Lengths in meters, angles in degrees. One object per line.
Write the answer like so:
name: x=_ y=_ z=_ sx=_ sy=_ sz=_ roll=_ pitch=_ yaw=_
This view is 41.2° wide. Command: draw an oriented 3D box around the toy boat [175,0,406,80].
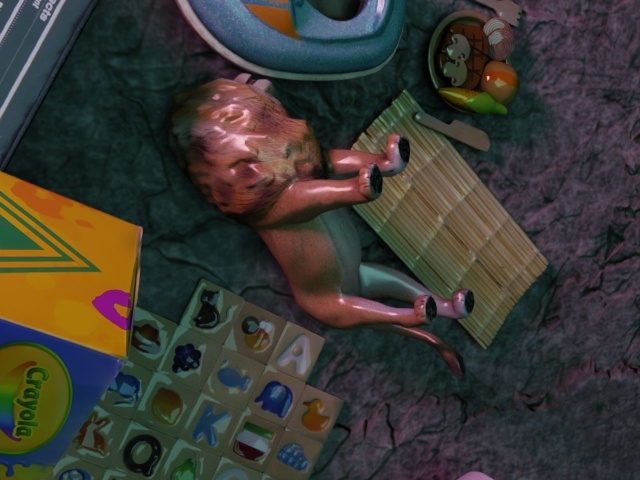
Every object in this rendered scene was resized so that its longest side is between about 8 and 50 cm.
toy boat: x=-0.022 y=-0.326 z=0.871 sx=0.267 sy=0.148 sz=0.318 roll=-1 pitch=96 yaw=-23

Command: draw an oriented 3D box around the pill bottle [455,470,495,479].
pill bottle: x=0.076 y=0.427 z=0.956 sx=0.363 sy=0.210 sz=0.210 roll=-28 pitch=105 yaw=-18

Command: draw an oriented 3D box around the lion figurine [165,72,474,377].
lion figurine: x=0.000 y=0.000 z=0.907 sx=0.142 sy=0.240 sz=0.392 roll=-55 pitch=131 yaw=-46

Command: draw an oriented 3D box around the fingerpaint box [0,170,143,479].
fingerpaint box: x=-0.399 y=0.119 z=0.639 sx=0.371 sy=0.163 sz=0.445 roll=23 pitch=121 yaw=-23

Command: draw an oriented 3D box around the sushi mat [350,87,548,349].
sushi mat: x=0.152 y=-0.022 z=1.045 sx=0.316 sy=0.019 sz=0.151 roll=46 pitch=77 yaw=-20

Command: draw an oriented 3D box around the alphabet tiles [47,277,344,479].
alphabet tiles: x=-0.136 y=0.231 z=0.954 sx=0.285 sy=0.011 sz=0.342 roll=28 pitch=84 yaw=-22

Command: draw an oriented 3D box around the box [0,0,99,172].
box: x=-0.381 y=-0.175 z=0.714 sx=0.294 sy=0.183 sz=0.296 roll=30 pitch=85 yaw=-22

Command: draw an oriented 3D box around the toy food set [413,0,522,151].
toy food set: x=0.188 y=-0.214 z=1.021 sx=0.132 sy=0.038 sz=0.192 roll=16 pitch=84 yaw=-27
